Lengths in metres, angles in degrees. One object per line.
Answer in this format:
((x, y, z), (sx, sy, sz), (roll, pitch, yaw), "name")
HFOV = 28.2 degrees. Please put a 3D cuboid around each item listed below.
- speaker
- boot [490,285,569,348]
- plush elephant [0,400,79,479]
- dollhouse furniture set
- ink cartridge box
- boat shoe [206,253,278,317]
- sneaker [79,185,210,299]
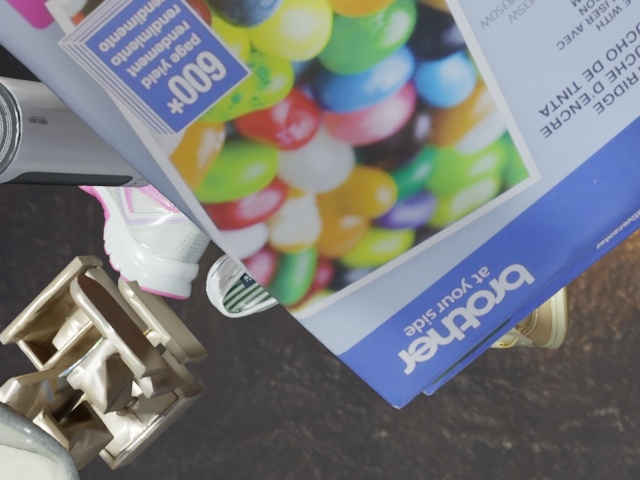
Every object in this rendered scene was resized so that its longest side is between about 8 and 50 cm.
((-0.137, -0.057, 0.688), (0.055, 0.136, 0.055), (1, 91, 27), "speaker")
((0.138, 0.058, 1.294), (0.203, 0.262, 0.095), (4, 82, -2), "boot")
((-0.259, 0.245, 0.902), (0.330, 0.272, 0.255), (-33, 74, -32), "plush elephant")
((-0.350, 0.171, 1.639), (0.362, 0.394, 0.256), (-44, 79, 12), "dollhouse furniture set")
((0.029, -0.066, 0.436), (0.186, 0.311, 0.065), (-40, 37, 7), "ink cartridge box")
((0.000, 0.000, 1.145), (0.226, 0.083, 0.076), (-40, 18, 2), "boat shoe")
((-0.150, -0.070, 1.109), (0.111, 0.103, 0.252), (-48, 56, 20), "sneaker")
